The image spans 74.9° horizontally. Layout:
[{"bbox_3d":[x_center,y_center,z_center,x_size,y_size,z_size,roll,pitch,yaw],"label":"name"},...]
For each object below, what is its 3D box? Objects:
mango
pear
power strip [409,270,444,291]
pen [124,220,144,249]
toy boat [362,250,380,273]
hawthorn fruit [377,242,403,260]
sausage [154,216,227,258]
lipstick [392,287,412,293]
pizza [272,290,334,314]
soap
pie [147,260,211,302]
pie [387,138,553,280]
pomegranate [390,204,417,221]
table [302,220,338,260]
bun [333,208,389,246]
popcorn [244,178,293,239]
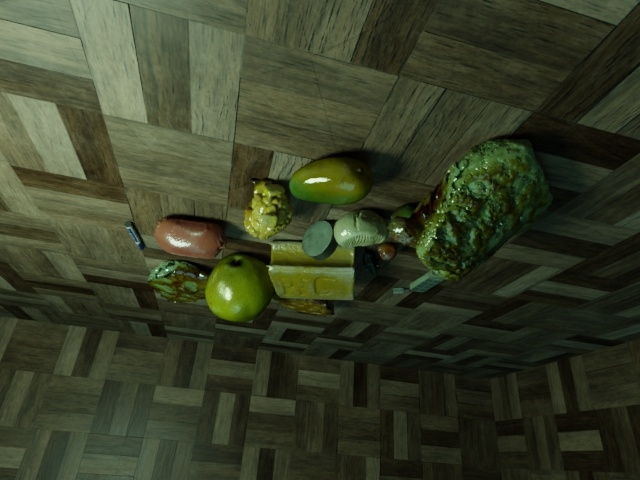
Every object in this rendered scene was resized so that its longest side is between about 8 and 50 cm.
[{"bbox_3d":[0.023,-0.166,1.163,0.250,0.114,0.156,5,164,25],"label":"mango"},{"bbox_3d":[-0.328,0.193,1.714,0.293,0.295,0.294,3,152,2],"label":"pear"},{"bbox_3d":[0.467,0.176,1.806,0.079,0.029,0.227,13,150,-15],"label":"power strip"},{"bbox_3d":[-0.724,-0.014,1.633,0.025,0.025,0.204,7,152,-4],"label":"pen"},{"bbox_3d":[0.192,0.081,1.644,0.060,0.055,0.141,-12,149,15],"label":"toy boat"},{"bbox_3d":[0.266,0.033,1.555,0.103,0.067,0.067,-22,152,-7],"label":"hawthorn fruit"},{"bbox_3d":[-0.457,-0.008,1.489,0.254,0.148,0.148,6,152,1],"label":"sausage"},{"bbox_3d":[0.387,0.231,1.928,0.107,0.025,0.025,-3,152,1],"label":"lipstick"},{"bbox_3d":[-0.070,0.268,1.970,0.408,0.114,0.277,21,149,-29],"label":"pizza"},{"bbox_3d":[-0.025,0.124,1.659,0.334,0.156,0.294,2,147,3],"label":"soap"},{"bbox_3d":[-0.621,0.196,1.928,0.354,0.103,0.288,-20,143,30],"label":"pie"},{"bbox_3d":[0.447,-0.071,1.162,0.395,0.181,0.418,24,124,-40],"label":"pie"},{"bbox_3d":[0.292,-0.066,1.319,0.142,0.115,0.115,-23,151,-6],"label":"pomegranate"},{"bbox_3d":[0.000,0.000,1.439,0.133,0.134,0.043,-17,146,35],"label":"table"},{"bbox_3d":[0.136,-0.041,1.381,0.188,0.111,0.164,-6,160,-2],"label":"bun"},{"bbox_3d":[-0.154,-0.083,1.286,0.140,0.163,0.194,-5,133,-36],"label":"popcorn"}]
